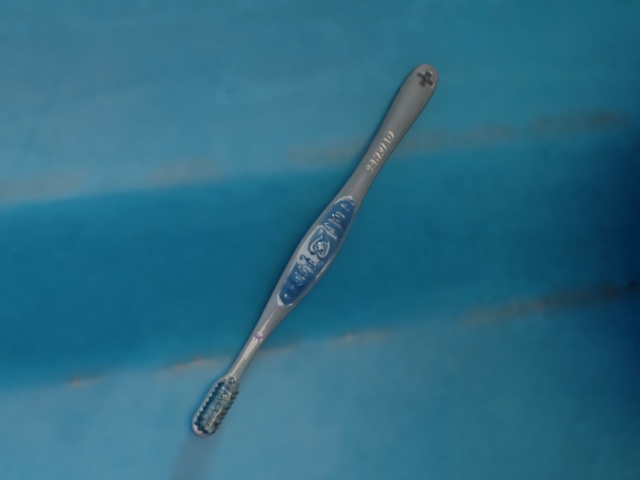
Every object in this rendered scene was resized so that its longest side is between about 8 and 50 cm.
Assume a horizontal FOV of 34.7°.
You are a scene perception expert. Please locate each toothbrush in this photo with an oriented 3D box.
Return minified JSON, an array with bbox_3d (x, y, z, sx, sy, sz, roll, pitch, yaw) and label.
[{"bbox_3d":[0.000,0.000,0.368,0.014,0.017,0.162,36,71,-12],"label":"toothbrush"}]
